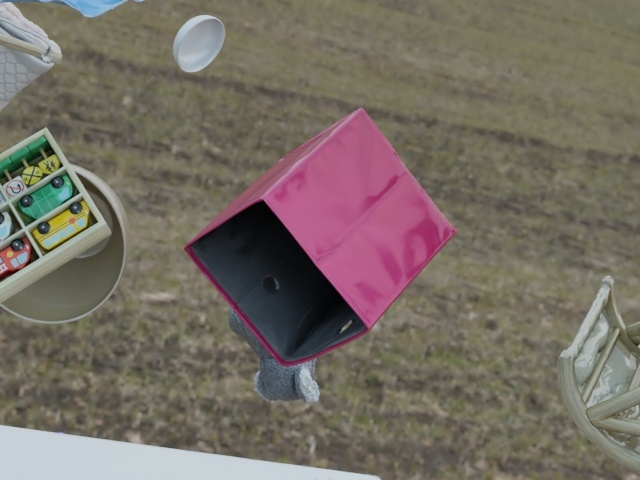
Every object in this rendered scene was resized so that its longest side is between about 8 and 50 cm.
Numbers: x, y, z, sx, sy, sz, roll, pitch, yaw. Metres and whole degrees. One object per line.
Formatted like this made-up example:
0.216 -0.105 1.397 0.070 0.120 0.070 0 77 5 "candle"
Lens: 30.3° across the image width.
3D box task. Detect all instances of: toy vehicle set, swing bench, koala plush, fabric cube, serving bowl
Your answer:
-0.420 -0.008 1.495 0.166 0.266 0.035 54 -10 20 "toy vehicle set"
0.434 0.144 1.375 0.254 0.165 0.253 -9 15 29 "swing bench"
-0.075 0.216 2.320 0.203 0.221 0.196 -13 6 -41 "koala plush"
0.000 0.000 1.829 0.259 0.254 0.258 51 52 -8 "fabric cube"
-0.168 -0.268 1.584 0.027 0.083 0.083 40 28 26 "serving bowl"

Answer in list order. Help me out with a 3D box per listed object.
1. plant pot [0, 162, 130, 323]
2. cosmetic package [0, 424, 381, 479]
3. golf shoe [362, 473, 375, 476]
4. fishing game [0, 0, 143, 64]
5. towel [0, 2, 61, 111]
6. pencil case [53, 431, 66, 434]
-0.460 -0.014 2.097 0.284 0.284 0.191 16 14 2 "plant pot"
-0.087 0.272 0.865 0.384 0.156 0.217 14 19 -31 "cosmetic package"
-0.009 0.343 1.418 0.077 0.198 0.094 46 0 -22 "golf shoe"
-0.202 -0.231 0.871 0.189 0.041 0.264 20 46 0 "fishing game"
-0.513 -0.235 1.354 0.332 0.317 0.053 41 39 -27 "towel"
-0.318 0.366 1.664 0.236 0.104 0.104 31 23 22 "pencil case"
